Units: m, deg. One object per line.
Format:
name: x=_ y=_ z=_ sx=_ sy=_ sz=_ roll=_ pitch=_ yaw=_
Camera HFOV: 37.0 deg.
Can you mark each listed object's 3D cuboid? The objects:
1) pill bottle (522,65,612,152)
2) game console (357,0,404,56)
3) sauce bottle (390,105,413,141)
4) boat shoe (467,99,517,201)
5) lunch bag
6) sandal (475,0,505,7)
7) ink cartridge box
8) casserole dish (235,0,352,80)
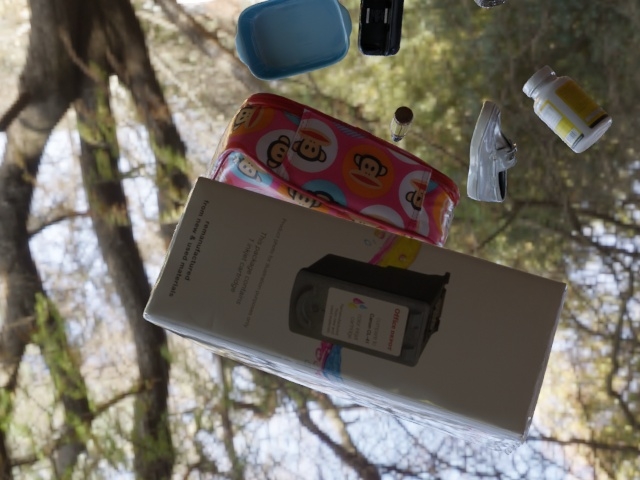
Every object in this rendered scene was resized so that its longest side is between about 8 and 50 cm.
pill bottle: x=0.522 y=-0.283 z=2.035 sx=0.184 sy=0.103 sz=0.103 roll=49 pitch=-140 yaw=14
game console: x=0.132 y=-0.601 z=2.203 sx=0.213 sy=0.362 sz=0.044 roll=2 pitch=-152 yaw=-1
sauce bottle: x=0.161 y=-0.233 z=1.939 sx=0.042 sy=0.042 sz=0.128 roll=-6 pitch=168 yaw=-6
boat shoe: x=0.313 y=-0.155 z=1.710 sx=0.081 sy=0.228 sz=0.079 roll=15 pitch=-127 yaw=16
lunch bag: x=-0.001 y=-0.040 z=1.175 sx=0.293 sy=0.120 sz=0.258 roll=25 pitch=154 yaw=-10
sandal: x=0.273 y=-0.510 z=1.666 sx=0.089 sy=0.220 sz=0.060 roll=-14 pitch=161 yaw=15
ink cartridge box: x=0.035 y=0.071 z=0.820 sx=0.306 sy=0.131 sz=0.226 roll=16 pitch=168 yaw=10
casserole dish: x=-0.036 y=-0.301 z=1.393 sx=0.188 sy=0.114 sz=0.037 roll=-10 pitch=-165 yaw=25
